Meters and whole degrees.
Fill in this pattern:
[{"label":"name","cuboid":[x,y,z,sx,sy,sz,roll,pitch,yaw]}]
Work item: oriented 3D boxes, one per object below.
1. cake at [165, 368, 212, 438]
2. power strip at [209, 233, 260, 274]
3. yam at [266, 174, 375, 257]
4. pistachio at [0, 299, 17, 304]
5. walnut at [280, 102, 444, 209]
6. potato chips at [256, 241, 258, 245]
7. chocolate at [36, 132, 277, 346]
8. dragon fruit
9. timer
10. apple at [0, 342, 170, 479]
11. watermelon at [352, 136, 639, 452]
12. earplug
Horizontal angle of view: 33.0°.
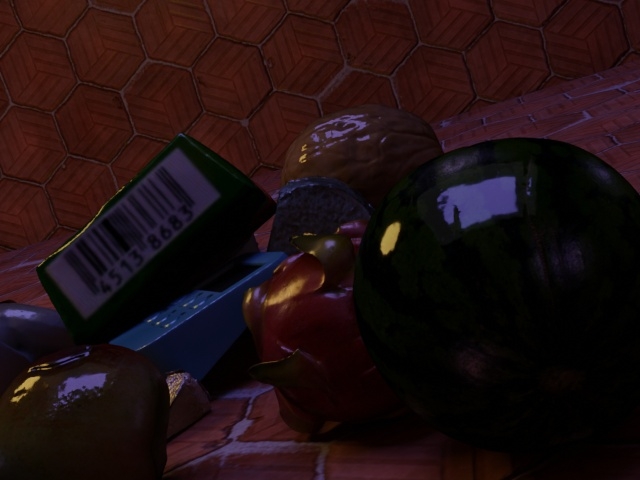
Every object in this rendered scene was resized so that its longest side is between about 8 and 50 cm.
[{"label":"cake","cuboid":[-0.189,0.227,1.347,0.052,0.065,0.121,-9,37,39]},{"label":"power strip","cuboid":[-0.297,0.018,2.104,0.358,0.161,0.357,-18,19,6]},{"label":"yam","cuboid":[0.005,-0.002,1.759,0.202,0.202,0.271,12,6,-8]},{"label":"pistachio","cuboid":[-0.586,0.189,1.947,0.210,0.130,0.165,-5,57,50]},{"label":"walnut","cuboid":[0.080,-0.122,2.012,0.313,0.251,0.277,-12,2,-1]},{"label":"potato chips","cuboid":[-0.227,0.033,2.310,0.202,0.049,0.150,-21,13,-31]},{"label":"chocolate","cuboid":[-0.255,0.005,1.724,0.360,0.161,0.341,-43,-4,1]},{"label":"dragon fruit","cuboid":[0.024,0.094,1.167,0.227,0.224,0.224,-15,10,47]},{"label":"timer","cuboid":[-0.165,0.096,1.525,0.250,0.091,0.232,-45,13,-17]},{"label":"apple","cuboid":[-0.263,0.209,1.169,0.188,0.173,0.207,2,59,8]},{"label":"watermelon","cuboid":[0.174,0.046,0.970,0.285,0.285,0.285,-17,11,3]},{"label":"earplug","cuboid":[-0.494,0.186,1.726,0.214,0.175,0.326,-3,8,35]}]
